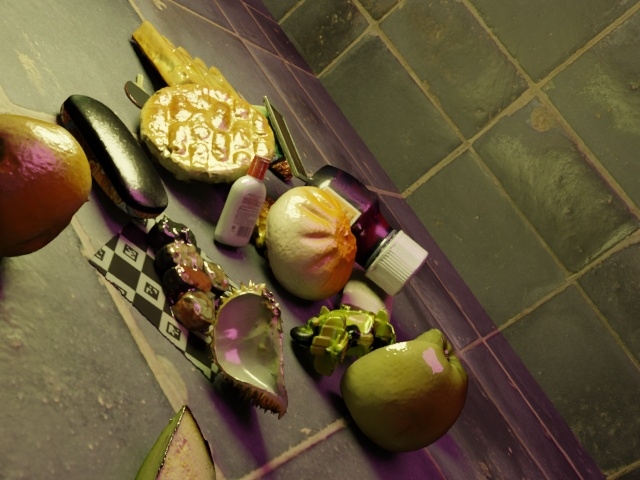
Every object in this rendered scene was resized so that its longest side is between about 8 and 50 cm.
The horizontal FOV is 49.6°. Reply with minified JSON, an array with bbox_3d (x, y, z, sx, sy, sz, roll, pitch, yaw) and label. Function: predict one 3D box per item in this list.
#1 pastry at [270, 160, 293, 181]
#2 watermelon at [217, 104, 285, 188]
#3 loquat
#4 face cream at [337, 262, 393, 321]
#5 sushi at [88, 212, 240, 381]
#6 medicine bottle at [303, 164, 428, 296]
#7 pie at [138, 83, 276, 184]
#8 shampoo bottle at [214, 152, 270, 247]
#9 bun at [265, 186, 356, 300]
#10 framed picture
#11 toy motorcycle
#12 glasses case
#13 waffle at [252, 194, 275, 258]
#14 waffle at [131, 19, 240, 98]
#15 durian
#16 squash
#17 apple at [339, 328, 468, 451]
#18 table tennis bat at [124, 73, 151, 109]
[{"bbox_3d":[-0.140,-0.257,2.213,0.169,0.063,0.087,36,21,-33],"label":"pastry"},{"bbox_3d":[-0.203,-0.228,1.885,0.201,0.212,0.262,61,9,-49],"label":"watermelon"},{"bbox_3d":[-0.445,-0.085,1.011,0.213,0.213,0.213,43,21,-21],"label":"loquat"},{"bbox_3d":[0.139,0.177,2.019,0.173,0.081,0.348,44,20,-7],"label":"face cream"},{"bbox_3d":[-0.255,0.064,1.368,0.320,0.069,0.339,47,20,-10],"label":"sushi"},{"bbox_3d":[0.115,-0.019,1.993,0.395,0.242,0.242,40,17,11],"label":"medicine bottle"},{"bbox_3d":[-0.276,-0.262,1.690,0.339,0.083,0.339,11,49,-13],"label":"pie"},{"bbox_3d":[-0.174,-0.094,1.618,0.051,0.221,0.108,26,8,36],"label":"shampoo bottle"},{"bbox_3d":[0.000,0.000,1.754,0.299,0.164,0.299,28,58,-56],"label":"bun"},{"bbox_3d":[-0.091,-0.266,1.905,0.293,0.018,0.231,-9,76,-84],"label":"framed picture"},{"bbox_3d":[0.066,0.229,1.669,0.342,0.206,0.142,-7,101,-69],"label":"toy motorcycle"},{"bbox_3d":[-0.418,-0.173,1.402,0.321,0.082,0.122,54,25,20],"label":"glasses case"},{"bbox_3d":[-0.147,-0.041,1.811,0.229,0.057,0.219,40,22,-32],"label":"waffle"},{"bbox_3d":[-0.355,-0.461,2.004,0.304,0.077,0.348,51,15,32],"label":"waffle"},{"bbox_3d":[-0.123,0.204,1.278,0.144,0.139,0.252,50,37,-62],"label":"durian"},{"bbox_3d":[-0.212,0.357,0.958,0.192,0.085,0.184,-74,152,-64],"label":"squash"},{"bbox_3d":[0.211,0.354,1.596,0.233,0.257,0.295,60,20,18],"label":"apple"},{"bbox_3d":[-0.468,-0.388,1.794,0.087,0.013,0.156,36,25,-35],"label":"table tennis bat"}]
